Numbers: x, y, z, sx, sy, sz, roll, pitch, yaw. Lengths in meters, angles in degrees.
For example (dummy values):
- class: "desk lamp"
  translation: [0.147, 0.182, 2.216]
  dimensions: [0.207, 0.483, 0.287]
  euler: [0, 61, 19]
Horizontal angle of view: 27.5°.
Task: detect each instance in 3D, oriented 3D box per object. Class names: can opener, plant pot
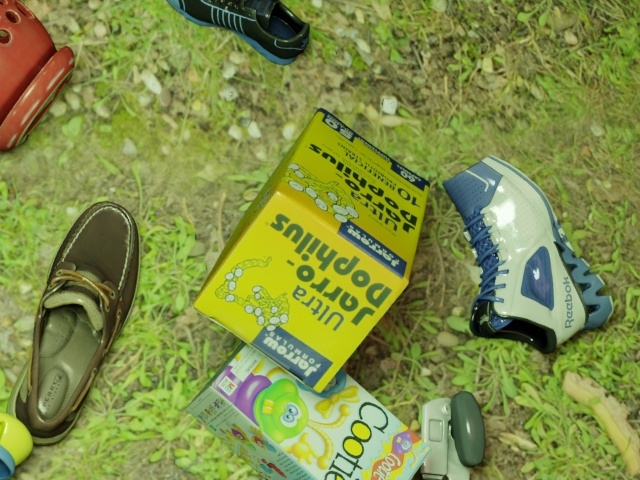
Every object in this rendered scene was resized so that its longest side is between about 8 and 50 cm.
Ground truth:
- class: "can opener"
  translation: [0.179, 0.348, 1.787]
  dimensions: [0.076, 0.095, 0.284]
  euler: [8, 69, -16]
- class: "plant pot"
  translation: [-0.432, -0.229, 1.725]
  dimensions: [0.174, 0.191, 0.191]
  euler: [35, 64, -8]

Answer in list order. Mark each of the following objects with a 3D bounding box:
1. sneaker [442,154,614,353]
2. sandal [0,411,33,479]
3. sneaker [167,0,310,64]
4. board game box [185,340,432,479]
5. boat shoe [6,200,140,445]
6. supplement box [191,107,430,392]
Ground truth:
- class: "sneaker"
  translation: [0.275, 0.041, 1.911]
  dimensions: [0.182, 0.127, 0.315]
  euler: [-37, 88, -28]
- class: "sandal"
  translation: [-0.510, 0.242, 1.557]
  dimensions: [0.317, 0.126, 0.138]
  euler: [19, 52, -10]
- class: "sneaker"
  translation: [-0.120, -0.346, 1.929]
  dimensions: [0.232, 0.090, 0.081]
  euler: [27, 65, -9]
- class: "board game box"
  translation: [-0.018, 0.248, 1.727]
  dimensions: [0.275, 0.144, 0.142]
  euler: [42, 63, -2]
- class: "boat shoe"
  translation: [-0.309, 0.094, 1.690]
  dimensions: [0.123, 0.123, 0.342]
  euler: [24, 66, -10]
- class: "supplement box"
  translation: [0.000, 0.000, 1.692]
  dimensions: [0.194, 0.195, 0.356]
  euler: [34, 23, -6]
